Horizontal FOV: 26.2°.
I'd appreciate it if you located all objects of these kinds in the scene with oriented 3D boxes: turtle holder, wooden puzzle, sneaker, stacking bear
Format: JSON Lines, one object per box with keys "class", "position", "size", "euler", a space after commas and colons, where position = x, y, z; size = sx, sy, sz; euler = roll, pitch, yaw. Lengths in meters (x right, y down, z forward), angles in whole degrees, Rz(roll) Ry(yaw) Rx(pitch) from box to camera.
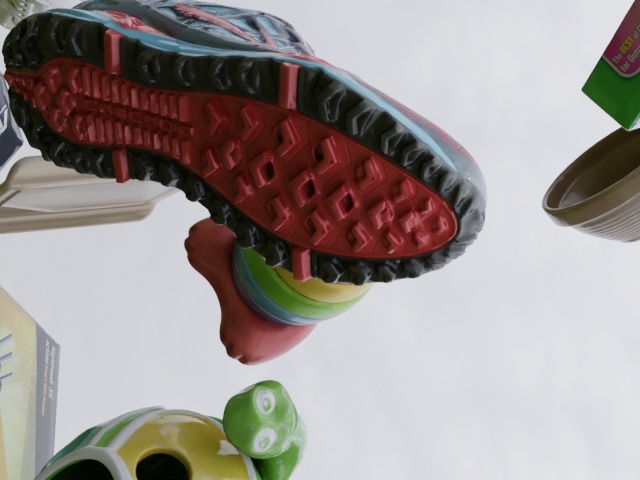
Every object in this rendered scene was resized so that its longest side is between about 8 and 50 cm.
{"class": "turtle holder", "position": [-0.152, 0.280, 1.376], "size": [0.320, 0.227, 0.243], "euler": [-11, -111, 28]}
{"class": "wooden puzzle", "position": [-0.244, -0.058, 1.439], "size": [0.239, 0.221, 0.044], "euler": [-28, -109, 62]}
{"class": "sneaker", "position": [-0.024, -0.071, 0.666], "size": [0.262, 0.125, 0.104], "euler": [25, -52, 25]}
{"class": "stacking bear", "position": [0.000, 0.000, 1.439], "size": [0.289, 0.164, 0.175], "euler": [-36, -106, 57]}
{"class": "sneaker", "position": [-0.341, -0.288, 1.614], "size": [0.105, 0.123, 0.290], "euler": [63, 3, 2]}

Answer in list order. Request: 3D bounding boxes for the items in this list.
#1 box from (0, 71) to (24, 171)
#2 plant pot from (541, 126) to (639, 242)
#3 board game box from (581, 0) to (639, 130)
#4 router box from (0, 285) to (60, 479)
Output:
{"class": "box", "position": [-0.503, -0.057, 1.160], "size": [0.097, 0.395, 0.318], "euler": [85, 27, -45]}
{"class": "plant pot", "position": [0.435, -0.074, 1.913], "size": [0.237, 0.109, 0.237], "euler": [-35, -168, 9]}
{"class": "board game box", "position": [0.395, -0.256, 1.238], "size": [0.064, 0.242, 0.316], "euler": [46, -51, 25]}
{"class": "router box", "position": [-0.400, 0.197, 1.590], "size": [0.243, 0.081, 0.308], "euler": [58, 21, -49]}
